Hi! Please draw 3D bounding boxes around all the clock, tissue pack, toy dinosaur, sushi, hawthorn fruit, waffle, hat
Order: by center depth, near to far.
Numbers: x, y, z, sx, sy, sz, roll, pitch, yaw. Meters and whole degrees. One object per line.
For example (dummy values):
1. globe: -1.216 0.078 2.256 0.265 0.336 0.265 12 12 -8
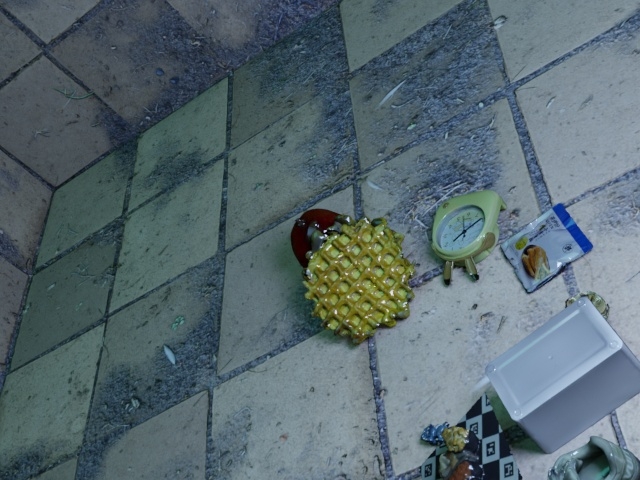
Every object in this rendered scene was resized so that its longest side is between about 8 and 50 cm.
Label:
1. sushi: 0.261 0.459 1.689 0.264 0.050 0.290 -57 27 29
2. tissue pack: 0.461 0.251 1.705 0.246 0.136 0.159 -37 37 11
3. hat: 0.532 0.146 1.804 0.076 0.059 0.077 -28 42 -2
4. toy dinosaur: 0.242 0.397 1.873 0.083 0.030 0.047 -10 51 39
5. clock: 0.342 -0.005 2.135 0.170 0.069 0.232 -11 49 38
6. waffle: 0.093 0.083 2.199 0.329 0.062 0.329 -6 76 26
7. hawthorn fruit: 0.000 0.000 2.363 0.185 0.202 0.185 -23 48 28

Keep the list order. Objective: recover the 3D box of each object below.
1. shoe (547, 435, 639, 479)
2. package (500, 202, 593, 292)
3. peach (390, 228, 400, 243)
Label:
1. shoe: 0.410 0.442 1.561 0.293 0.149 0.109 -41 37 5
2. package: 0.494 0.015 1.996 0.173 0.027 0.171 -40 36 15
3. peach: 0.162 0.008 2.293 0.083 0.083 0.083 -27 40 25
